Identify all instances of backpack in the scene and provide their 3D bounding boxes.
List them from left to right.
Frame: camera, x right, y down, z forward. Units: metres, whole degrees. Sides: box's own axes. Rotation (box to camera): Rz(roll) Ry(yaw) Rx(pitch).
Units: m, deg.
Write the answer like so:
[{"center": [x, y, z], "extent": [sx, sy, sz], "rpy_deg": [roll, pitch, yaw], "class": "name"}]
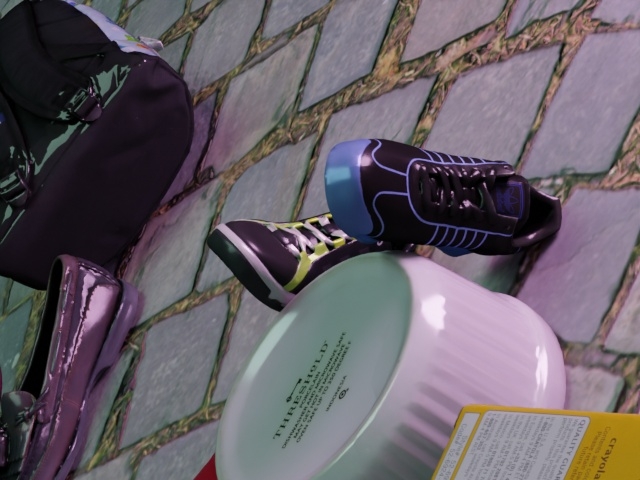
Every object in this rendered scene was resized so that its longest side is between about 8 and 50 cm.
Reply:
[{"center": [-0.290, -0.128, 2.171], "extent": [0.290, 0.273, 0.355], "rpy_deg": [-54, 48, 4], "class": "backpack"}]

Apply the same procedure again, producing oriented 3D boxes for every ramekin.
[{"center": [0.039, 0.129, 1.416], "extent": [0.273, 0.127, 0.273], "rpy_deg": [-38, 30, 28], "class": "ramekin"}]

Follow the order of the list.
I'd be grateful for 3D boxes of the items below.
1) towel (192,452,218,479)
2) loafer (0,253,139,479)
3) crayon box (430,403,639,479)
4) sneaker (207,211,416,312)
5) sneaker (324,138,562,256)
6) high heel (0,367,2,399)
[{"center": [-0.096, 0.289, 1.514], "extent": [0.199, 0.031, 0.275], "rpy_deg": [-54, 23, 28], "class": "towel"}, {"center": [-0.283, 0.153, 1.951], "extent": [0.109, 0.095, 0.302], "rpy_deg": [-16, 44, 51], "class": "loafer"}, {"center": [0.172, 0.207, 1.141], "extent": [0.323, 0.083, 0.203], "rpy_deg": [-3, 54, 55], "class": "crayon box"}, {"center": [0.000, 0.000, 1.546], "extent": [0.084, 0.235, 0.097], "rpy_deg": [46, 106, 26], "class": "sneaker"}, {"center": [0.094, -0.034, 1.429], "extent": [0.090, 0.232, 0.081], "rpy_deg": [-9, 80, 32], "class": "sneaker"}, {"center": [-0.438, 0.263, 2.015], "extent": [0.377, 0.127, 0.181], "rpy_deg": [-59, 10, 34], "class": "high heel"}]
